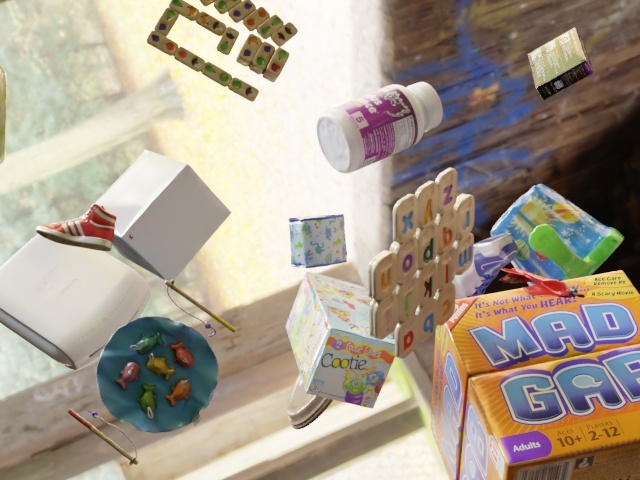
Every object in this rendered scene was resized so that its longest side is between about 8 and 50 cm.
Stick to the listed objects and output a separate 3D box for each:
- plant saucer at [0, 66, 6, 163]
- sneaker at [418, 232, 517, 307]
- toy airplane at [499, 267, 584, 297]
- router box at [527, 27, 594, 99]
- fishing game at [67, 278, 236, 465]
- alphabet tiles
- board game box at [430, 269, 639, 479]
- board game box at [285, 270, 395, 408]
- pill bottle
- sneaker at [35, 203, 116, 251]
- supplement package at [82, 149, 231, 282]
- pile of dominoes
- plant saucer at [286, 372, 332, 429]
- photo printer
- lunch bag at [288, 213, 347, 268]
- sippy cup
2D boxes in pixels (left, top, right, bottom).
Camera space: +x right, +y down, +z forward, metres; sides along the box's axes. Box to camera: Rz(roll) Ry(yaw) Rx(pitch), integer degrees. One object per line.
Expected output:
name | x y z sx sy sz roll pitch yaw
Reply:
plant saucer | -0.692 -0.266 1.893 0.241 0.037 0.241 -178 90 -70
sneaker | 0.325 0.113 1.965 0.315 0.127 0.182 -30 82 45
toy airplane | 0.355 0.069 1.424 0.151 0.151 0.028 -150 68 -71
router box | 0.584 -0.433 2.159 0.046 0.133 0.179 47 -151 -28
fishing game | -0.250 0.209 1.358 0.189 0.264 0.041 41 174 -8
alphabet tiles | 0.163 0.036 1.400 0.021 0.284 0.278 17 125 35
board game box | 0.419 0.325 1.562 0.356 0.356 0.356 -108 11 -49
board game box | 0.035 0.191 1.751 0.275 0.144 0.142 -117 45 -68
pill bottle | 0.154 -0.295 2.234 0.169 0.301 0.169 45 150 36
sneaker | -0.366 -0.026 1.338 0.042 0.118 0.067 88 -166 -74
supplement package | -0.326 -0.052 1.763 0.203 0.194 0.149 21 156 52
pile of dominoes | -0.178 -0.401 1.700 0.251 0.196 0.040 28 160 -11
plant saucer | -0.008 0.375 2.361 0.041 0.278 0.278 35 175 -13
photo printer | -0.537 0.122 1.891 0.307 0.256 0.107 29 148 21
lunch bag | 0.000 0.000 2.221 0.096 0.151 0.129 6 101 57
sippy cup | 0.512 0.001 1.975 0.224 0.240 0.305 44 157 10
